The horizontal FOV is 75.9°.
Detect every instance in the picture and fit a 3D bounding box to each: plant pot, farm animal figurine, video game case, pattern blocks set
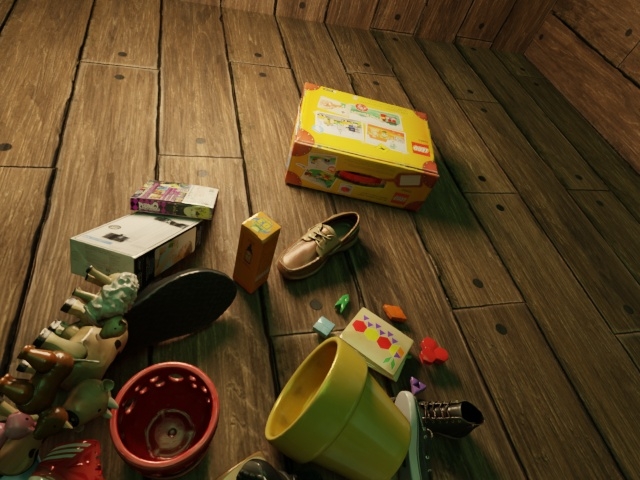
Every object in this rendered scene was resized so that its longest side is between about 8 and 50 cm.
[{"bbox_3d":[0.051,0.377,0.872,0.239,0.254,0.254,39,49,-4],"label":"plant pot"},{"bbox_3d":[-0.299,0.359,0.806,0.191,0.174,0.191,9,51,-11],"label":"plant pot"},{"bbox_3d":[-0.438,0.250,0.718,0.172,0.330,0.327,35,36,-20],"label":"farm animal figurine"},{"bbox_3d":[-0.406,-0.121,1.178,0.210,0.042,0.232,7,18,-13],"label":"video game case"},{"bbox_3d":[0.153,0.276,1.100,0.325,0.026,0.285,39,46,22],"label":"pattern blocks set"}]

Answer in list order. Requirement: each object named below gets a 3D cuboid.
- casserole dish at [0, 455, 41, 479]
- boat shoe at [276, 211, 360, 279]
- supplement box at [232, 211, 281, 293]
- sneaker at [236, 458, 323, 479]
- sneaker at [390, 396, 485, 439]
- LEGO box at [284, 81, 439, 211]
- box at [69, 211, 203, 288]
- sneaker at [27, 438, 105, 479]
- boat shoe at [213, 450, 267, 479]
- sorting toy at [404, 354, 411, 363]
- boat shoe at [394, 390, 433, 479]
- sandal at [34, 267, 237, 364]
[{"bbox_3d":[-0.549,0.464,0.733,0.114,0.037,0.188,-24,63,-32],"label":"casserole dish"},{"bbox_3d":[0.000,0.000,1.232,0.123,0.116,0.324,42,52,17],"label":"boat shoe"},{"bbox_3d":[-0.169,0.037,1.071,0.078,0.233,0.080,39,51,14],"label":"supplement box"},{"bbox_3d":[-0.057,0.470,0.768,0.107,0.283,0.124,-4,33,32],"label":"sneaker"},{"bbox_3d":[0.269,0.408,0.984,0.222,0.118,0.083,14,49,-6],"label":"sneaker"},{"bbox_3d":[0.147,-0.346,1.510,0.500,0.193,0.373,12,49,-8],"label":"LEGO box"},{"bbox_3d":[-0.437,0.007,1.015,0.169,0.087,0.290,15,22,10],"label":"box"},{"bbox_3d":[-0.410,0.446,0.761,0.221,0.087,0.128,37,26,-14],"label":"sneaker"},{"bbox_3d":[-0.220,0.528,0.732,0.342,0.123,0.123,-19,63,-40],"label":"boat shoe"},{"bbox_3d":[0.206,0.309,1.114,0.083,0.012,0.062,-6,54,-21],"label":"sorting toy"},{"bbox_3d":[0.219,0.458,0.922,0.076,0.080,0.229,3,71,-21],"label":"boat shoe"},{"bbox_3d":[-0.411,0.166,0.950,0.445,0.168,0.107,-22,37,-30],"label":"sandal"}]
